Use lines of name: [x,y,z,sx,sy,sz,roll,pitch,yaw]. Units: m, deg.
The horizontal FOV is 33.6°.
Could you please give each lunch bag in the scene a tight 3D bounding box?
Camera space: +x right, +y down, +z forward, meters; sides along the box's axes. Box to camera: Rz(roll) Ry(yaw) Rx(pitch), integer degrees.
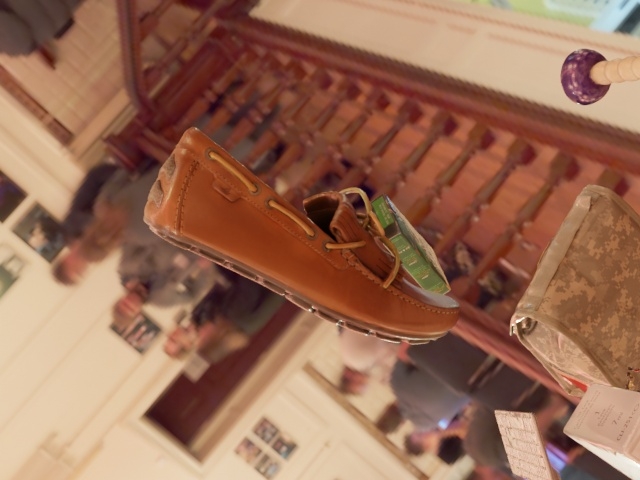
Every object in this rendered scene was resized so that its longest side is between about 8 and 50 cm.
lunch bag: [0.408,0.083,1.574,0.169,0.235,0.287,13,155,51]

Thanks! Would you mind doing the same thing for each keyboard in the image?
keyboard: [0.202,0.205,1.057,0.256,0.014,0.072,77,171,-81]

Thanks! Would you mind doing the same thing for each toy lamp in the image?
toy lamp: [0.374,-0.197,1.180,0.080,0.080,0.274,44,165,-19]

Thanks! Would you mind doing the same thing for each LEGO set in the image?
LEGO set: [0.393,0.171,1.264,0.023,0.054,0.083,6,-161,-12]

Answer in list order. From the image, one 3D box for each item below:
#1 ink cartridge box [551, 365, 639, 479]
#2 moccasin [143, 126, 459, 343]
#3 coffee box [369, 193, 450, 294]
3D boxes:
ink cartridge box: [0.374,0.243,1.053,0.296,0.066,0.261,35,174,-6]
moccasin: [-0.001,0.000,1.146,0.380,0.147,0.139,28,179,-18]
coffee box: [0.154,0.011,1.831,0.184,0.040,0.113,47,-163,-39]
